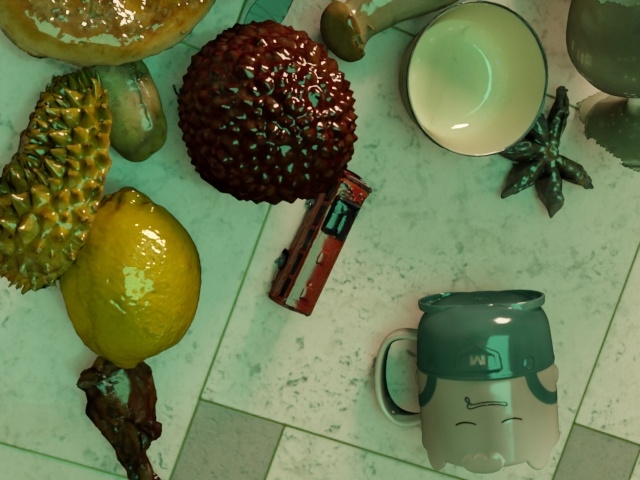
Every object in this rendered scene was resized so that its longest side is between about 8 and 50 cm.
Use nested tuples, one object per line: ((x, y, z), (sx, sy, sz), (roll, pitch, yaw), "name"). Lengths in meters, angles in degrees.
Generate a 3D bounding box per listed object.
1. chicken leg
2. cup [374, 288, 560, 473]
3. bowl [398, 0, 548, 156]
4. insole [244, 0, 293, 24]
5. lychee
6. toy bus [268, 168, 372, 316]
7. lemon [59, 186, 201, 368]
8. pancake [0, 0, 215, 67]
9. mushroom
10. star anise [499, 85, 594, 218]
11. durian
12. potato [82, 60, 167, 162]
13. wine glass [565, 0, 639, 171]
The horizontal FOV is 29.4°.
((-0.281, 0.303, 1.832), (0.113, 0.093, 0.304), (-12, 109, 1), "chicken leg")
((0.230, 0.216, 1.932), (0.289, 0.219, 0.258), (-3, 99, 14), "cup")
((0.221, -0.251, 1.899), (0.237, 0.126, 0.238), (-3, 98, -19), "bowl")
((-0.065, -0.370, 1.853), (0.053, 0.002, 0.153), (32, 87, -19), "insole")
((-0.083, -0.182, 1.752), (0.264, 0.300, 0.264), (-34, 133, -45), "lychee")
((0.000, 0.000, 1.875), (0.073, 0.096, 0.235), (27, 89, -22), "toy bus")
((-0.271, 0.053, 1.734), (0.204, 0.204, 0.260), (-2, 91, -18), "lemon")
((-0.309, -0.424, 1.684), (0.387, 0.082, 0.387), (4, 77, -16), "pancake")
((0.151, -0.396, 1.861), (0.350, 0.128, 0.128), (-35, 106, -8), "mushroom")
((0.359, -0.134, 1.994), (0.172, 0.063, 0.208), (-21, 103, -13), "star anise")
((-0.380, -0.078, 1.668), (0.112, 0.191, 0.341), (22, 99, -37), "durian")
((-0.281, -0.198, 1.758), (0.107, 0.080, 0.170), (-29, 88, 25), "potato")
((0.488, -0.289, 1.857), (0.238, 0.238, 0.323), (-27, 138, -13), "wine glass")
